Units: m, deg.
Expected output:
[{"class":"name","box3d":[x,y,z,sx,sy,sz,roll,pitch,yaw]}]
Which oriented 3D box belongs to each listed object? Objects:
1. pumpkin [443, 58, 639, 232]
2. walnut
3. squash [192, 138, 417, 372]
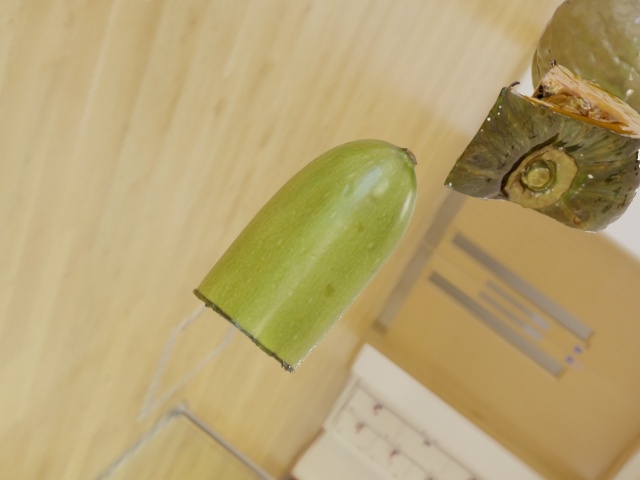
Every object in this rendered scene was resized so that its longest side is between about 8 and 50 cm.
[{"class":"pumpkin","box3d":[0.238,-0.119,1.341,0.280,0.190,0.139,16,117,-33]},{"class":"walnut","box3d":[0.424,-0.246,1.683,0.248,0.248,0.248,-50,168,-15]},{"class":"squash","box3d":[0.000,0.000,1.182,0.247,0.132,0.132,-49,168,-3]}]
